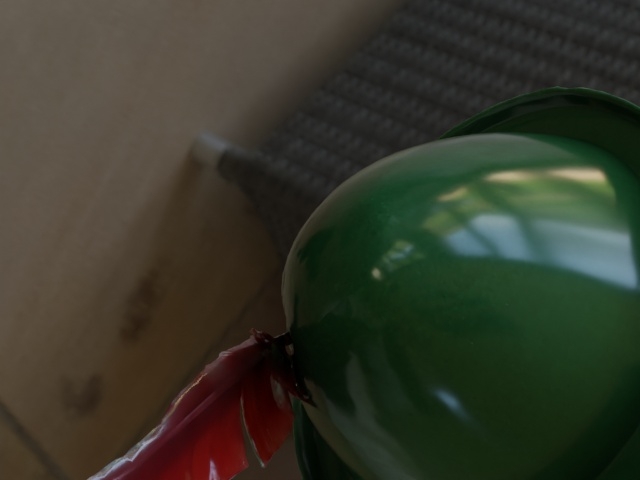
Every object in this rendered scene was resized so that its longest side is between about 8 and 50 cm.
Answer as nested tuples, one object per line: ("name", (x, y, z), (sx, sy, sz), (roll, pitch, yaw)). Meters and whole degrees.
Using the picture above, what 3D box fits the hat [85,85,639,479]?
("hat", (0.000, 0.000, 0.492), (0.183, 0.208, 0.173), (31, 107, -36))
